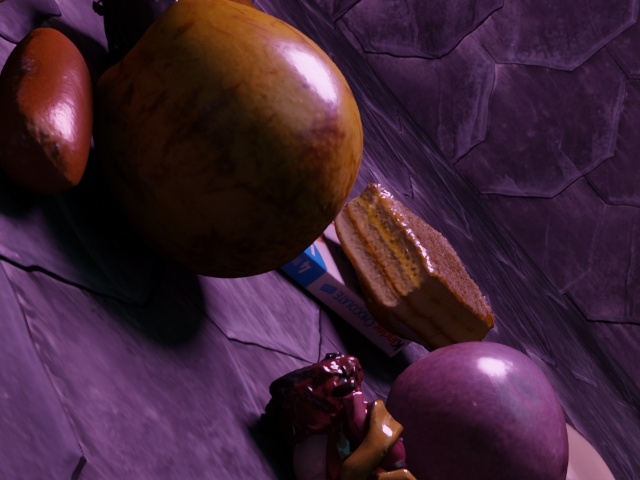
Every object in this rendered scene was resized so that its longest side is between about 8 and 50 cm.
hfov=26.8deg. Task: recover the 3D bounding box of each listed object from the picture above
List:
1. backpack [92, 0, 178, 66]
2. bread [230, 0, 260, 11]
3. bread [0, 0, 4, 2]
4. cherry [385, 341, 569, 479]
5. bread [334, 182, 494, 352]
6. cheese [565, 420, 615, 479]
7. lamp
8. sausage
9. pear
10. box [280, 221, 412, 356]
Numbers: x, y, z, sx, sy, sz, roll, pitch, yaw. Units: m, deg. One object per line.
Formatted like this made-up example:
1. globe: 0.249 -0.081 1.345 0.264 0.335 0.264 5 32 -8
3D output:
1. backpack: -0.186 -0.220 1.545 0.206 0.133 0.258 105 -30 -56
2. bread: -0.137 -0.269 1.910 0.230 0.123 0.230 48 19 -23
3. bread: -0.356 -0.429 1.388 0.361 0.233 0.245 54 11 -11
4. cherry: 0.188 0.233 1.509 0.239 0.206 0.239 51 1 -1
5. bread: 0.122 0.050 1.786 0.234 0.110 0.184 36 20 -53
6. cheese: 0.323 0.350 1.832 0.266 0.127 0.233 39 22 -36
7. lamp: 0.038 0.228 1.253 0.118 0.118 0.253 27 31 -60
8. sausage: -0.252 -0.123 1.225 0.098 0.098 0.238 45 17 -27
9. pear: -0.094 -0.101 1.335 0.280 0.281 0.280 48 14 -16
10. box: 0.000 0.000 1.822 0.273 0.048 0.265 41 19 -41
